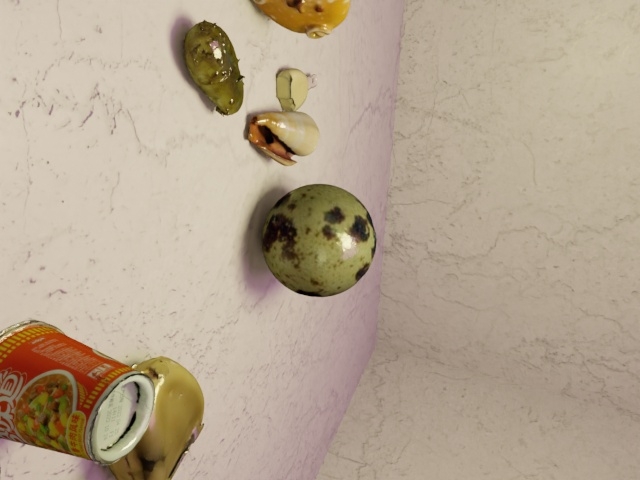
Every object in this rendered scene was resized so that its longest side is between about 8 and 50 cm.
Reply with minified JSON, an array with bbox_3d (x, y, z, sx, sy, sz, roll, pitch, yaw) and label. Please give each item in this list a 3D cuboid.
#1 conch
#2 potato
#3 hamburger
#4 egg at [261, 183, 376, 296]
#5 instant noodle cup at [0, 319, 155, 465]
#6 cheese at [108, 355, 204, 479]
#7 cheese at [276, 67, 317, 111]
[{"bbox_3d":[-0.114,-0.311,1.359,0.255,0.127,0.158,15,116,-50],"label":"conch"},{"bbox_3d":[-0.219,-0.361,1.020,0.117,0.090,0.225,-55,157,-19],"label":"potato"},{"bbox_3d":[-0.026,-0.614,1.117,0.261,0.303,0.186,28,67,-38],"label":"hamburger"},{"bbox_3d":[0.000,0.000,1.470,0.428,0.345,0.345,6,95,-82],"label":"egg"},{"bbox_3d":[-0.376,0.235,0.716,0.193,0.212,0.193,11,90,-71],"label":"instant noodle cup"},{"bbox_3d":[-0.355,0.378,1.013,0.315,0.128,0.259,90,13,-47],"label":"cheese"},{"bbox_3d":[-0.060,-0.473,1.475,0.255,0.050,0.127,-48,144,-56],"label":"cheese"}]
